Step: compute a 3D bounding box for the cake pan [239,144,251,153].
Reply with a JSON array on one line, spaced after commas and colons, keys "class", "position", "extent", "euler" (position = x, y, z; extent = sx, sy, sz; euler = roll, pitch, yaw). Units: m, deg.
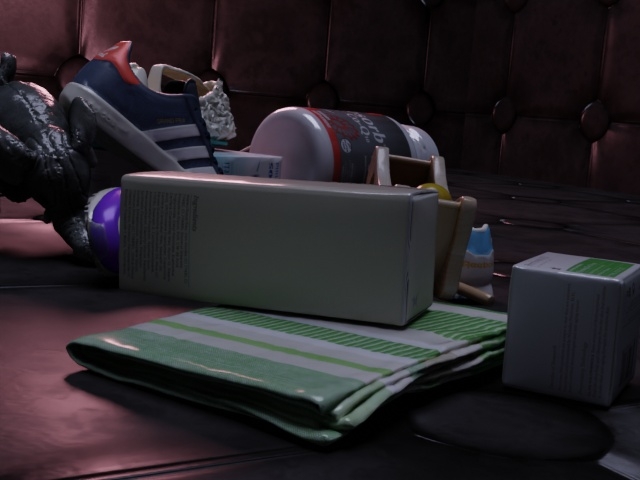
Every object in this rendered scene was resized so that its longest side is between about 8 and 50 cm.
[{"class": "cake pan", "position": [-0.112, -0.164, 1.927], "extent": [0.293, 0.054, 0.293], "euler": [-26, -1, -1]}]

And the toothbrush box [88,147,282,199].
[{"class": "toothbrush box", "position": [-0.236, -0.094, 1.556], "extent": [0.216, 0.126, 0.295], "euler": [10, 8, 34]}]

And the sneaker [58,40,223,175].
[{"class": "sneaker", "position": [-0.193, -0.140, 1.307], "extent": [0.350, 0.148, 0.131], "euler": [43, -19, -30]}]

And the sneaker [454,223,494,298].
[{"class": "sneaker", "position": [0.144, 0.011, 1.148], "extent": [0.087, 0.092, 0.228], "euler": [-1, 8, -26]}]

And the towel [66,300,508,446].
[{"class": "towel", "position": [0.003, 0.085, 0.748], "extent": [0.247, 0.038, 0.324], "euler": [9, 11, 35]}]

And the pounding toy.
[{"class": "pounding toy", "position": [0.124, -0.016, 0.967], "extent": [0.154, 0.154, 0.269], "euler": [9, -2, -5]}]

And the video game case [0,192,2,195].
[{"class": "video game case", "position": [-0.700, -0.098, 1.671], "extent": [0.196, 0.026, 0.274], "euler": [7, 9, 15]}]

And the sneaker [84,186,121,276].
[{"class": "sneaker", "position": [-0.149, -0.028, 1.080], "extent": [0.146, 0.102, 0.293], "euler": [-11, 2, 23]}]

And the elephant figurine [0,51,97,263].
[{"class": "elephant figurine", "position": [-0.337, -0.104, 1.143], "extent": [0.186, 0.169, 0.239], "euler": [38, -8, -35]}]

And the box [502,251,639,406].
[{"class": "box", "position": [0.206, 0.068, 0.741], "extent": [0.087, 0.102, 0.101], "euler": [7, 9, 29]}]

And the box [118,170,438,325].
[{"class": "box", "position": [-0.040, 0.000, 0.815], "extent": [0.275, 0.113, 0.094], "euler": [7, 8, 21]}]

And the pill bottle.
[{"class": "pill bottle", "position": [0.056, -0.145, 1.776], "extent": [0.210, 0.210, 0.362], "euler": [12, 11, 42]}]

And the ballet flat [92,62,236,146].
[{"class": "ballet flat", "position": [-0.283, -0.217, 1.466], "extent": [0.146, 0.147, 0.409], "euler": [9, 10, 28]}]
